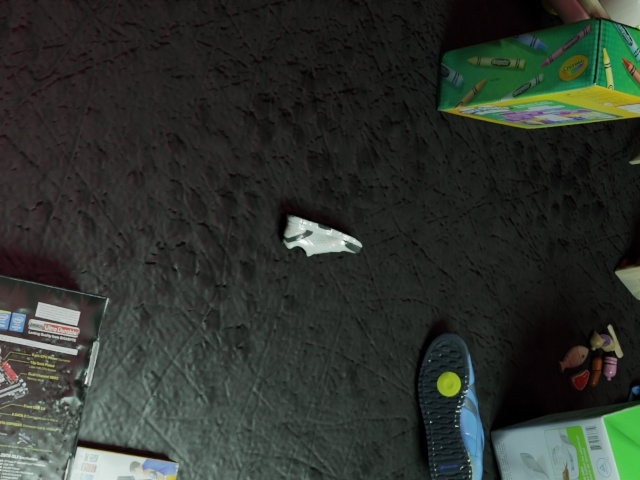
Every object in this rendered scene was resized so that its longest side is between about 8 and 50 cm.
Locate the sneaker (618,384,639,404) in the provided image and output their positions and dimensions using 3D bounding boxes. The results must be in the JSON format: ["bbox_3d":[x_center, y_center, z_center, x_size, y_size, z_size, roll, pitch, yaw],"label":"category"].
[{"bbox_3d":[0.495,0.238,1.531,0.135,0.052,0.058,-28,100,-30],"label":"sneaker"}]

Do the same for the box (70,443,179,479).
[{"bbox_3d":[-0.223,0.264,1.087,0.136,0.028,0.081,17,81,-33],"label":"box"}]

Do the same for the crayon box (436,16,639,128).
[{"bbox_3d":[0.295,-0.199,1.272,0.165,0.278,0.081,7,87,-33],"label":"crayon box"}]

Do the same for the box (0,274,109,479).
[{"bbox_3d":[-0.382,0.145,0.955,0.322,0.079,0.257,14,80,-30],"label":"box"}]

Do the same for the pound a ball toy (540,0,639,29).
[{"bbox_3d":[0.389,-0.367,1.442,0.319,0.136,0.208,45,42,-24],"label":"pound a ball toy"}]

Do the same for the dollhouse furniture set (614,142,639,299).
[{"bbox_3d":[0.551,-0.039,1.547,0.262,0.135,0.259,45,56,-24],"label":"dollhouse furniture set"}]

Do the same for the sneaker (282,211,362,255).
[{"bbox_3d":[0.000,0.000,1.230,0.109,0.040,0.044,18,96,-28],"label":"sneaker"}]

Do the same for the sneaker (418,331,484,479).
[{"bbox_3d":[0.174,0.224,1.327,0.082,0.069,0.209,15,70,-65],"label":"sneaker"}]

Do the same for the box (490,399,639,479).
[{"bbox_3d":[0.355,0.348,1.301,0.127,0.231,0.262,-9,79,-29],"label":"box"}]

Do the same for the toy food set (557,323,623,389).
[{"bbox_3d":[0.399,0.176,1.488,0.122,0.019,0.078,-33,107,-28],"label":"toy food set"}]
